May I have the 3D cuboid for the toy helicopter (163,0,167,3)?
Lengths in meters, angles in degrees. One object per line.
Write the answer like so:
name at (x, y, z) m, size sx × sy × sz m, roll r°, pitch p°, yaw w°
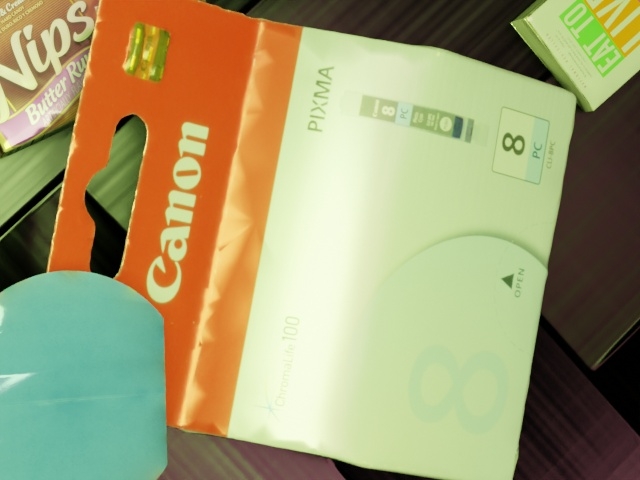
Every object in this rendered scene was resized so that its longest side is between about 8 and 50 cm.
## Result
toy helicopter at (-0.117, -0.318, 1.349) m, size 0.355 × 0.140 × 0.235 m, roll 41°, pitch 63°, yaw 7°

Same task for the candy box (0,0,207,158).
candy box at (-0.177, -0.150, 1.373) m, size 0.186 × 0.053 × 0.109 m, roll -26°, pitch 92°, yaw -14°

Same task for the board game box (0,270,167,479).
board game box at (-0.170, 0.103, 1.223) m, size 0.133 × 0.033 × 0.169 m, roll -3°, pitch 93°, yaw -27°

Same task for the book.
book at (0.238, -0.185, 1.483) m, size 0.144 × 0.035 × 0.096 m, roll -42°, pitch 101°, yaw -12°

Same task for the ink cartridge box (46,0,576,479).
ink cartridge box at (0.000, 0.000, 1.324) m, size 0.385 × 0.091 × 0.308 m, roll 13°, pitch 86°, yaw -36°
